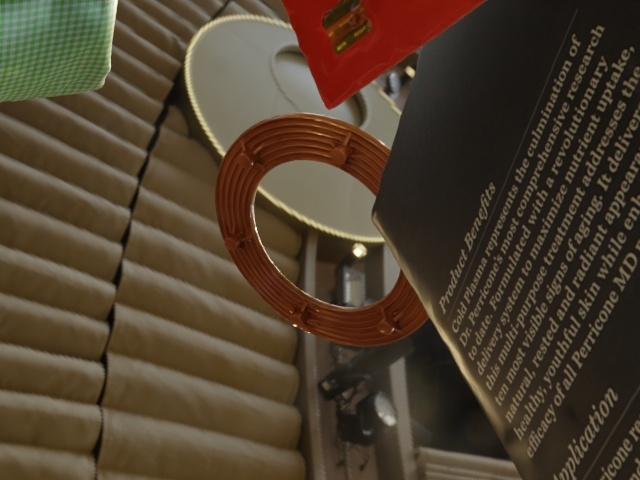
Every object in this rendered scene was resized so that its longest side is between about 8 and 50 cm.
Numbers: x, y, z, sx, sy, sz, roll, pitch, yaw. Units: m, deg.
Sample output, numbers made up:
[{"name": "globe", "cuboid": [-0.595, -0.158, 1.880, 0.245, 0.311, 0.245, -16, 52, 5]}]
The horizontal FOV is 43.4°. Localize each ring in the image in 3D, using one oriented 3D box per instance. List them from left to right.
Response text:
[{"name": "ring", "cuboid": [0.000, 0.000, 1.023, 0.336, 0.336, 0.032, 44, -136, 0]}]

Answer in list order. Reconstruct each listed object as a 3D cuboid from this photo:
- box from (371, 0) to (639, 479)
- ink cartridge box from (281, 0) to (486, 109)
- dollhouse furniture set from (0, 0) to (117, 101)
[{"name": "box", "cuboid": [0.352, 0.011, 0.519, 0.480, 0.297, 0.471, 4, -147, -20]}, {"name": "ink cartridge box", "cuboid": [-0.001, -0.311, 0.471, 0.091, 0.308, 0.384, -17, -98, -46]}, {"name": "dollhouse furniture set", "cuboid": [-0.192, -0.157, 0.478, 0.198, 0.301, 0.151, -15, -125, -30]}]
